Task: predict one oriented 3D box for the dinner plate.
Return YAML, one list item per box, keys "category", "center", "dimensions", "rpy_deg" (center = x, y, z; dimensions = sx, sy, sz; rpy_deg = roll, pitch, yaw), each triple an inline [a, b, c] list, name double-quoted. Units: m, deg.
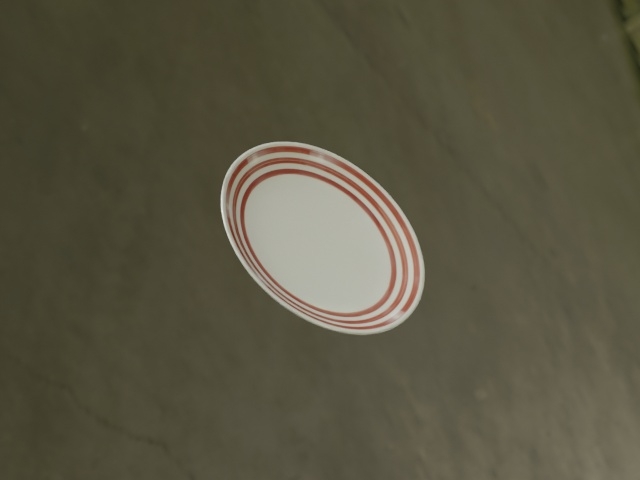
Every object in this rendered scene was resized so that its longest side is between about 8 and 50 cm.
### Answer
- category: "dinner plate"
  center: [0.000, 0.000, 0.989]
  dimensions: [0.141, 0.017, 0.141]
  rpy_deg: [20, 47, -23]
